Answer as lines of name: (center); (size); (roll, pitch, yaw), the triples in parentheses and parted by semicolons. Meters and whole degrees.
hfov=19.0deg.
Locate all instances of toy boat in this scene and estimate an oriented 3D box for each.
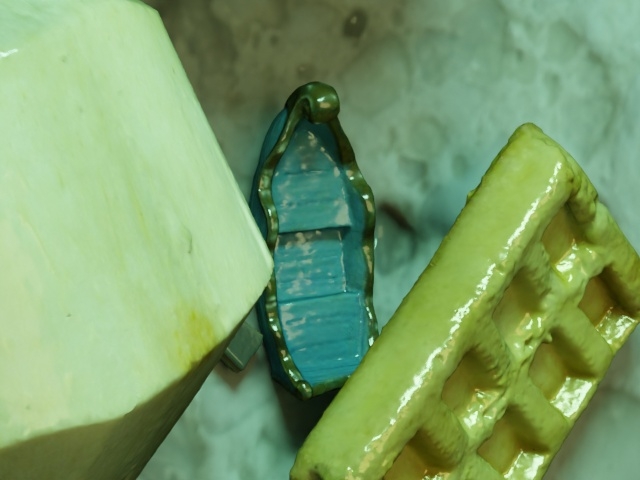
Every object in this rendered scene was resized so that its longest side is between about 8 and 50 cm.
toy boat: (0.000, 0.000, 1.130); (0.075, 0.077, 0.185); (-6, 91, -26)

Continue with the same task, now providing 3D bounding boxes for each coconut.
coconut: (-0.178, 0.013, 0.922); (0.323, 0.323, 0.323); (1, 88, -27)

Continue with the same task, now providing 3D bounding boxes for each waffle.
waffle: (0.101, 0.079, 1.154); (0.274, 0.057, 0.168); (-55, 137, -17)

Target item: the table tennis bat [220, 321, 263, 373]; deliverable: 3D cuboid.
table tennis bat: (-0.118, -0.003, 1.103); (0.220, 0.019, 0.130); (43, 71, -18)
